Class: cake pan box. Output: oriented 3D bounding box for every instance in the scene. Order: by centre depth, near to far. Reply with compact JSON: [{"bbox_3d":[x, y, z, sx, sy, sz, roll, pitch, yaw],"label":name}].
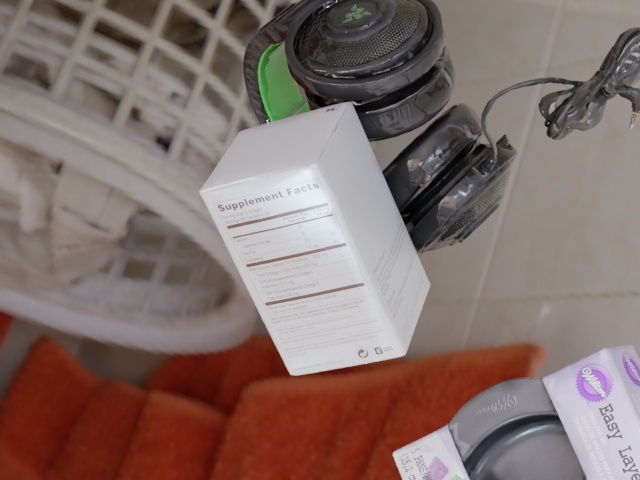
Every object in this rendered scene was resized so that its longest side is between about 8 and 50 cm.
[{"bbox_3d":[0.216,0.252,1.222,0.246,0.266,0.070,-29,162,27],"label":"cake pan box"}]

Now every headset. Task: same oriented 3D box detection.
[{"bbox_3d":[0.093,-0.112,1.145,0.394,0.185,0.243,6,134,58],"label":"headset"}]

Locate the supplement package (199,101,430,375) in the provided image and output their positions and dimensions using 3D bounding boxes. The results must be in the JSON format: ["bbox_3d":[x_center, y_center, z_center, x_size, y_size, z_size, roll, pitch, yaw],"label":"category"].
[{"bbox_3d":[0.000,0.000,1.077,0.105,0.105,0.179,-13,116,25],"label":"supplement package"}]
